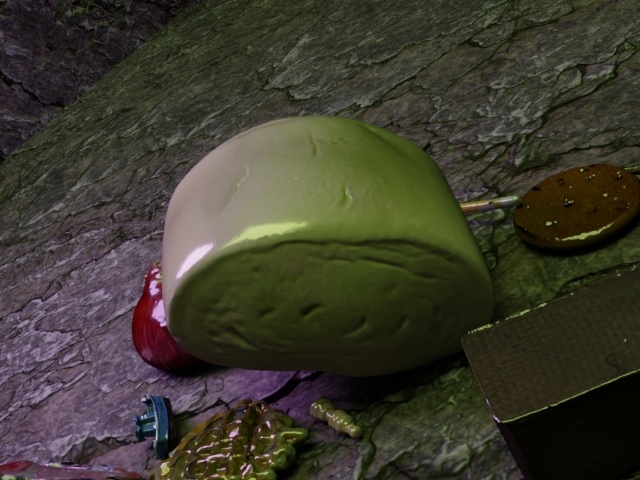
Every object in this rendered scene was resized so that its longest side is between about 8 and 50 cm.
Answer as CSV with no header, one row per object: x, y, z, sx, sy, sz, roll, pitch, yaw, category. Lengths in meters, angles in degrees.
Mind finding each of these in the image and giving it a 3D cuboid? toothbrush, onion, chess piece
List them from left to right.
-0.213,0.113,1.661,0.248,0.161,0.248,-17,51,22,onion
0.025,0.247,1.350,0.035,0.035,0.092,-38,34,-21,chess piece
0.218,-0.051,1.668,0.288,0.021,0.024,-6,45,47,toothbrush

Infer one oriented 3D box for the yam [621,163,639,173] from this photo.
0.489,-0.112,1.585,0.107,0.014,0.014,-7,34,34,yam

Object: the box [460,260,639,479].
0.325,0.157,1.132,0.273,0.143,0.184,-24,27,3,box

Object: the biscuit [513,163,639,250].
0.401,-0.051,1.531,0.212,0.036,0.212,-20,29,12,biscuit

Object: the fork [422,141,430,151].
0.158,-0.128,1.873,0.021,0.039,0.235,7,39,39,fork

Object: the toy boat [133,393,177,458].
-0.252,0.278,1.496,0.061,0.060,0.137,-8,30,-10,toy boat

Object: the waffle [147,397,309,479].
-0.133,0.303,1.361,0.223,0.054,0.204,-36,30,-20,waffle

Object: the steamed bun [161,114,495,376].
0.000,0.000,1.416,0.456,0.289,0.371,-3,30,-7,steamed bun

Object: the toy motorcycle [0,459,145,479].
-0.369,0.392,1.336,0.319,0.241,0.181,-2,77,29,toy motorcycle
